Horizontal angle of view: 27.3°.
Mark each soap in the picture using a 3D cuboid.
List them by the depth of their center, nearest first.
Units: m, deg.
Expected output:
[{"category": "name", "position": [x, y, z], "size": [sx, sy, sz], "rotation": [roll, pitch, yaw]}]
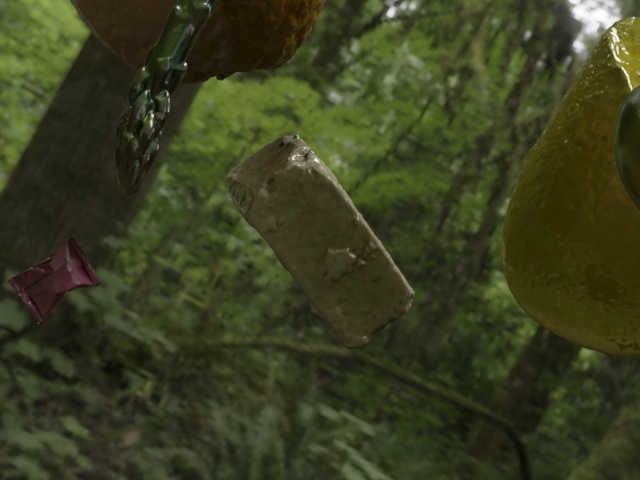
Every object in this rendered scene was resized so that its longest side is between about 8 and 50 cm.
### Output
[{"category": "soap", "position": [0.391, -0.070, 1.563], "size": [0.306, 0.427, 0.115], "rotation": [22, -10, 24]}]

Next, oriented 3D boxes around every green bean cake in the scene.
[{"category": "green bean cake", "position": [0.000, 0.000, 1.168], "size": [0.179, 0.085, 0.109], "rotation": [54, -1, -19]}]

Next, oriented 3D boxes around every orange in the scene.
[{"category": "orange", "position": [-0.128, -0.340, 1.363], "size": [0.322, 0.357, 0.322], "rotation": [-11, -2, 0]}]

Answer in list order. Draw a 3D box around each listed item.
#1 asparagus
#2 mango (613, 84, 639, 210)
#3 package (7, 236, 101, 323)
[{"category": "asparagus", "position": [-0.060, -0.131, 0.716], "size": [0.034, 0.236, 0.027], "rotation": [34, -18, -23]}, {"category": "mango", "position": [0.292, -0.028, 0.841], "size": [0.251, 0.156, 0.114], "rotation": [41, -42, 23]}, {"category": "package", "position": [-0.279, 0.042, 1.383], "size": [0.059, 0.083, 0.029], "rotation": [60, -18, -15]}]
